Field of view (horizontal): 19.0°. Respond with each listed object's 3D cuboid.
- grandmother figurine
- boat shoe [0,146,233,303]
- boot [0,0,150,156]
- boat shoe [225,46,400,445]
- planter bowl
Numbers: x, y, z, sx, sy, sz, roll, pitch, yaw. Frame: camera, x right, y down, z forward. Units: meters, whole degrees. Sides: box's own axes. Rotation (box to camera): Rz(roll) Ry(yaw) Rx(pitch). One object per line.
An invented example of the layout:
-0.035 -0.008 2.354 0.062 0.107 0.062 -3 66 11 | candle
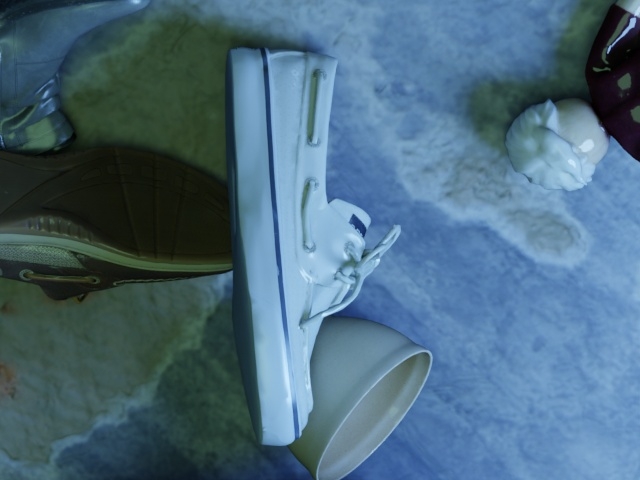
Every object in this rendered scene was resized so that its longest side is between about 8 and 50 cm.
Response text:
0.327 -0.143 1.736 0.342 0.104 0.208 -28 76 13 | grandmother figurine
-0.236 -0.007 1.803 0.342 0.123 0.123 3 147 -13 | boat shoe
-0.256 -0.160 1.780 0.246 0.083 0.161 -14 117 7 | boot
-0.001 0.001 1.731 0.156 0.136 0.367 -2 72 -8 | boat shoe
0.013 0.135 1.810 0.109 0.162 0.162 39 106 19 | planter bowl
